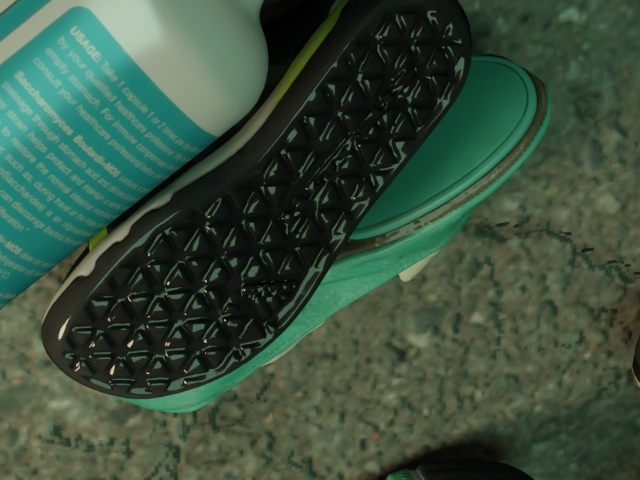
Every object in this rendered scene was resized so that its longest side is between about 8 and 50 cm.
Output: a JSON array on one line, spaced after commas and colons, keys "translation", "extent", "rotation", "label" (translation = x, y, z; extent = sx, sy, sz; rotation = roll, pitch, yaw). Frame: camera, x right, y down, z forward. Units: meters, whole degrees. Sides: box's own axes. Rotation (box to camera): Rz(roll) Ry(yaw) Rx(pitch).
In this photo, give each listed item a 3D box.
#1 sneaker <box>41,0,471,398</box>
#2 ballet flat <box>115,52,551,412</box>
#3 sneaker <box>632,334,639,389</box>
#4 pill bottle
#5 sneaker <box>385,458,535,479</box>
[{"translation": [-0.029, -0.030, 0.730], "extent": [0.235, 0.097, 0.084], "rotation": [-44, 121, -5], "label": "sneaker"}, {"translation": [0.000, 0.000, 0.786], "extent": [0.247, 0.083, 0.087], "rotation": [-32, 149, 2], "label": "ballet flat"}, {"translation": [0.291, 0.146, 0.925], "extent": [0.343, 0.134, 0.146], "rotation": [35, 113, -25], "label": "sneaker"}, {"translation": [-0.122, -0.066, 0.654], "extent": [0.264, 0.146, 0.146], "rotation": [-37, 124, 6], "label": "pill bottle"}, {"translation": [0.025, 0.194, 0.916], "extent": [0.224, 0.083, 0.098], "rotation": [-25, 145, 2], "label": "sneaker"}]
